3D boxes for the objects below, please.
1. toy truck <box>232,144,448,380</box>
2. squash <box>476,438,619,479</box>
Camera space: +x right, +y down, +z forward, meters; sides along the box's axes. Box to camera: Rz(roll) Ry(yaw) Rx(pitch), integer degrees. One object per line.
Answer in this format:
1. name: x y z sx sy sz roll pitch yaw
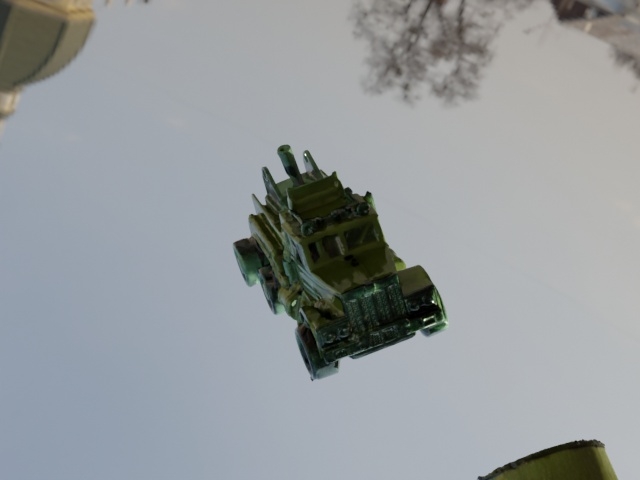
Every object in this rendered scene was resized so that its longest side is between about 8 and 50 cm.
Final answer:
1. toy truck: 0.002 0.004 0.974 0.128 0.135 0.259 -20 -150 -9
2. squash: 0.218 0.302 0.940 0.133 0.132 0.247 7 -125 -43
